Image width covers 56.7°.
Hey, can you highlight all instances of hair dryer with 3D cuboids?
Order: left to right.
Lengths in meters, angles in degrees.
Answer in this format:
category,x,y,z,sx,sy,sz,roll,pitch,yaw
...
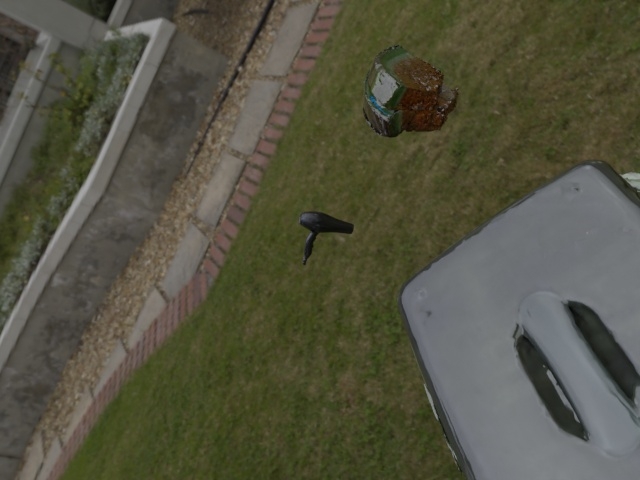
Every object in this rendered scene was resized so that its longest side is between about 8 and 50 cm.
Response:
category,x,y,z,sx,sy,sz,roll,pitch,yaw
hair dryer,0.000,0.000,0.853,0.031,0.079,0.083,-107,34,-62

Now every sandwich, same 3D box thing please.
category,x,y,z,sx,sy,sz,roll,pitch,yaw
sandwich,0.139,-0.245,0.964,0.235,0.159,0.079,-54,-23,-49

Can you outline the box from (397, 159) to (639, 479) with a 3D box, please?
category,x,y,z,sx,sy,sz,roll,pitch,yaw
box,0.186,0.102,0.373,0.221,0.166,0.290,-38,44,18
